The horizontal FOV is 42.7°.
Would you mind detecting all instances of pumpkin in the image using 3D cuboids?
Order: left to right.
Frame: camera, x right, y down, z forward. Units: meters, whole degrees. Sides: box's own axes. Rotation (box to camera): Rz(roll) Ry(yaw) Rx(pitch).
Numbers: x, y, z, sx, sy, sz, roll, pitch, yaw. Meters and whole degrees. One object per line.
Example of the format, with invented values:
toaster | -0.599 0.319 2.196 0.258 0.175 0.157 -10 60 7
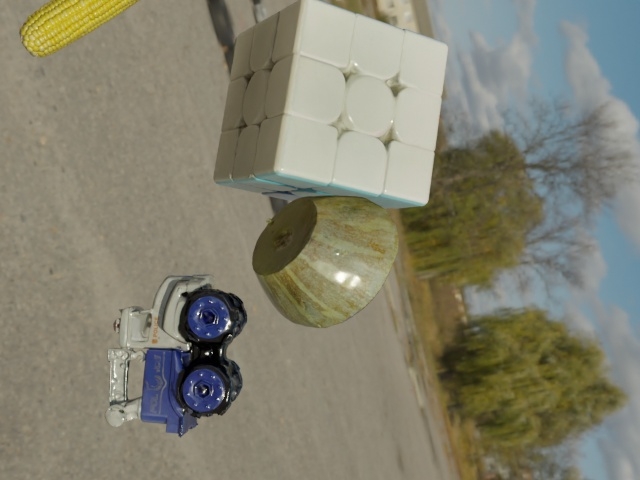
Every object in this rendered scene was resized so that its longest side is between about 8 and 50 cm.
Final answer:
pumpkin | -0.012 0.009 1.171 0.110 0.217 0.217 36 37 -45

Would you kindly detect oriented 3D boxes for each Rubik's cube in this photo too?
Rubik's cube | 0.012 -0.217 1.430 0.292 0.290 0.291 -2 -101 61

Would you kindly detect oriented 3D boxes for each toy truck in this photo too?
toy truck | -0.193 0.150 1.105 0.161 0.177 0.213 80 13 -83

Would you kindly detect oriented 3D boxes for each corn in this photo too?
corn | -0.412 -0.406 1.433 0.081 0.248 0.081 51 -11 14
